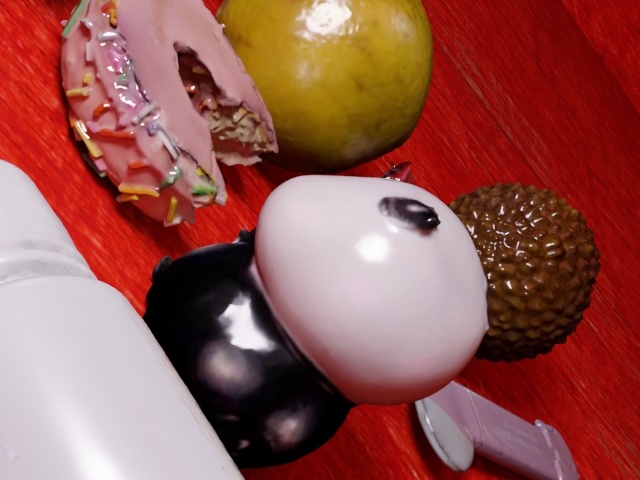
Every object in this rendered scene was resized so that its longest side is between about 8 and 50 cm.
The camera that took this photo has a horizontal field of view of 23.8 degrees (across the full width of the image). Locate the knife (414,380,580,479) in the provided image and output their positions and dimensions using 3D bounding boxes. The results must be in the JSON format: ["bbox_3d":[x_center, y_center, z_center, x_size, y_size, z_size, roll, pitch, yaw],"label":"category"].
[{"bbox_3d":[0.180,0.203,1.545,0.398,0.038,0.132,30,40,-55],"label":"knife"}]

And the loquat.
[{"bbox_3d":[-0.003,-0.185,1.362,0.213,0.213,0.246,-80,159,-57],"label":"loquat"}]

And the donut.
[{"bbox_3d":[-0.127,-0.117,1.187,0.199,0.085,0.233,59,22,-7],"label":"donut"}]

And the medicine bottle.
[{"bbox_3d":[-0.118,0.091,0.625,0.252,0.144,0.144,55,17,26],"label":"medicine bottle"}]

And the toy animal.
[{"bbox_3d":[0.005,0.052,1.093,0.187,0.235,0.165,44,21,-37],"label":"toy animal"}]

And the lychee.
[{"bbox_3d":[0.194,0.032,1.562,0.238,0.200,0.200,1,60,-40],"label":"lychee"}]

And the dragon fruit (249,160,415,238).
[{"bbox_3d":[0.005,-0.011,1.219,0.122,0.192,0.092,37,36,-18],"label":"dragon fruit"}]
